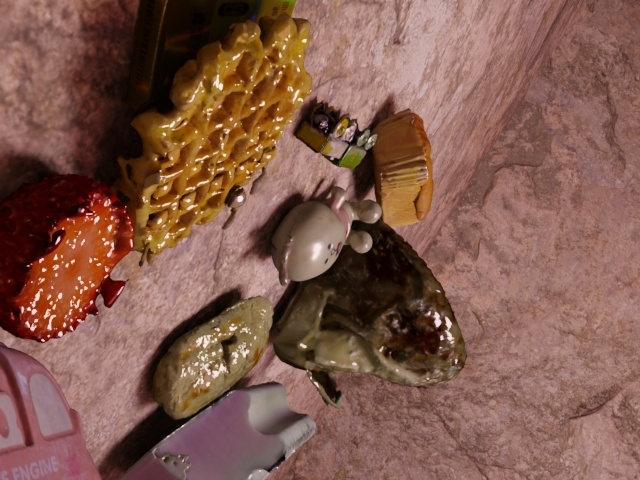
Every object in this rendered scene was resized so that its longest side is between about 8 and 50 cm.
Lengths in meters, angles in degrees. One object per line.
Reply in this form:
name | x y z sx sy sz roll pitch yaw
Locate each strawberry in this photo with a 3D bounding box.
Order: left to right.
strawberry | -0.217 0.010 0.477 0.145 0.086 0.145 -50 163 -21

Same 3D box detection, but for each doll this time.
doll | -0.008 -0.006 1.017 0.275 0.113 0.155 -25 135 -49

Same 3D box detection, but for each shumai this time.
shumai | 0.067 0.170 1.239 0.348 0.395 0.395 -25 154 -12

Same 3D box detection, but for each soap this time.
soap | -0.171 0.397 1.085 0.261 0.156 0.446 -41 168 -1

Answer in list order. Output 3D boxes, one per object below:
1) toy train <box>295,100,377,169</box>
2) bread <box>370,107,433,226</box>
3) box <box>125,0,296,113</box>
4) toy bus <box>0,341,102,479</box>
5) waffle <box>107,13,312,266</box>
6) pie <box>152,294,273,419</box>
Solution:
toy train | 0.026 -0.156 0.912 0.081 0.060 0.202 -56 163 14
bread | 0.163 -0.134 1.194 0.119 0.152 0.288 -12 159 3
box | -0.095 -0.193 0.560 0.193 0.030 0.121 -35 152 -53
toy bus | -0.269 0.164 0.382 0.197 0.232 0.294 -13 169 0
waffle | -0.105 -0.097 0.582 0.280 0.060 0.262 -48 168 -1
pie | -0.163 0.193 0.955 0.248 0.090 0.201 -32 153 -48
